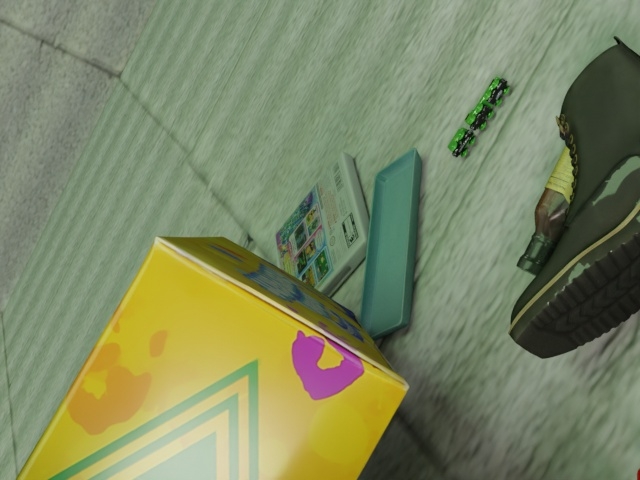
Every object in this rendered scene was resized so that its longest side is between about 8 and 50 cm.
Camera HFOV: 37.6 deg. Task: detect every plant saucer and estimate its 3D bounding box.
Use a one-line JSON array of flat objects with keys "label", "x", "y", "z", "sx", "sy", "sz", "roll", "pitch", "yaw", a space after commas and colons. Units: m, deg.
[{"label": "plant saucer", "x": 0.068, "y": 0.005, "z": 0.893, "sx": 0.067, "sy": 0.018, "sz": 0.192, "roll": -33, "pitch": 42, "yaw": 48}]

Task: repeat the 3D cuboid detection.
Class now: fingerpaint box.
[{"label": "fingerpaint box", "x": -0.118, "y": 0.188, "z": 0.687, "sx": 0.371, "sy": 0.163, "sz": 0.445, "roll": -60, "pitch": 2, "yaw": 0}]

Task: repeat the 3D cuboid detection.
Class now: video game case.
[{"label": "video game case", "x": 0.000, "y": 0.000, "z": 1.022, "sx": 0.143, "sy": 0.019, "sz": 0.157, "roll": -50, "pitch": 31, "yaw": 28}]

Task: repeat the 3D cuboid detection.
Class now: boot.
[{"label": "boot", "x": 0.179, "y": -0.030, "z": 0.628, "sx": 0.198, "sy": 0.077, "sz": 0.137, "roll": -45, "pitch": 45, "yaw": 11}]

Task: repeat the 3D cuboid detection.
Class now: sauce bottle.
[{"label": "sauce bottle", "x": 0.183, "y": -0.032, "z": 0.685, "sx": 0.128, "sy": 0.042, "sz": 0.042, "roll": -65, "pitch": 26, "yaw": 5}]

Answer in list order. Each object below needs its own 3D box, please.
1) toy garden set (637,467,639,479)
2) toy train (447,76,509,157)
[{"label": "toy garden set", "x": 0.165, "y": 0.163, "z": 0.413, "sx": 0.204, "sy": 0.049, "sz": 0.244, "roll": -45, "pitch": 16, "yaw": 49}, {"label": "toy train", "x": 0.143, "y": -0.112, "z": 0.855, "sx": 0.083, "sy": 0.017, "sz": 0.023, "roll": -58, "pitch": 17, "yaw": 16}]
